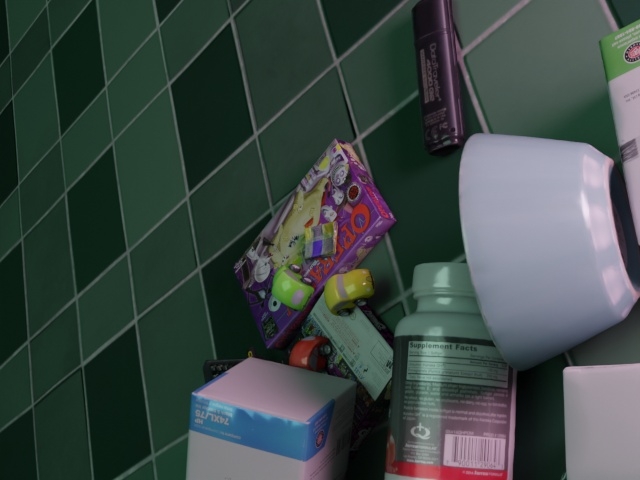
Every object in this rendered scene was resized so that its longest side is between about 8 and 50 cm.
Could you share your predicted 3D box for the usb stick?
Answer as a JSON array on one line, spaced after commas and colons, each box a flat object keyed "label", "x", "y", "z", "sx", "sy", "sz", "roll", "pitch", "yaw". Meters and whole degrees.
[{"label": "usb stick", "x": 0.192, "y": -0.274, "z": 1.557, "sx": 0.077, "sy": 0.045, "sz": 0.278, "roll": -18, "pitch": 66, "yaw": 37}]

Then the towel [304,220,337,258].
[{"label": "towel", "x": 0.000, "y": 0.000, "z": 1.656, "sx": 0.083, "sy": 0.009, "sz": 0.060, "roll": -10, "pitch": 72, "yaw": 46}]

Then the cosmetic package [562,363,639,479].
[{"label": "cosmetic package", "x": 0.419, "y": 0.207, "z": 1.027, "sx": 0.225, "sy": 0.224, "sz": 0.138, "roll": -12, "pitch": 71, "yaw": 47}]

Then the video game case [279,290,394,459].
[{"label": "video game case", "x": 0.037, "y": 0.211, "z": 1.596, "sx": 0.210, "sy": 0.042, "sz": 0.232, "roll": -59, "pitch": 44, "yaw": 19}]

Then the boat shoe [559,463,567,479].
[{"label": "boat shoe", "x": 0.326, "y": 0.361, "z": 1.180, "sx": 0.113, "sy": 0.105, "sz": 0.306, "roll": 7, "pitch": 85, "yaw": 49}]

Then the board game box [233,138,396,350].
[{"label": "board game box", "x": -0.021, "y": 0.010, "z": 1.719, "sx": 0.347, "sy": 0.056, "sz": 0.208, "roll": -50, "pitch": 51, "yaw": 26}]

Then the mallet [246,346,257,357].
[{"label": "mallet", "x": -0.107, "y": 0.274, "z": 1.691, "sx": 0.062, "sy": 0.039, "sz": 0.189, "roll": -49, "pitch": 43, "yaw": 18}]

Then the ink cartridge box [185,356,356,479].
[{"label": "ink cartridge box", "x": -0.078, "y": 0.353, "z": 1.479, "sx": 0.197, "sy": 0.198, "sz": 0.270, "roll": 10, "pitch": 103, "yaw": 21}]

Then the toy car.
[{"label": "toy car", "x": -0.028, "y": 0.111, "z": 1.622, "sx": 0.225, "sy": 0.053, "sz": 0.239, "roll": 43, "pitch": 111, "yaw": 45}]

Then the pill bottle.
[{"label": "pill bottle", "x": 0.186, "y": 0.196, "z": 1.330, "sx": 0.176, "sy": 0.176, "sz": 0.318, "roll": -7, "pitch": 74, "yaw": 47}]

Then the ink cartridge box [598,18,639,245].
[{"label": "ink cartridge box", "x": 0.475, "y": -0.143, "z": 1.140, "sx": 0.211, "sy": 0.121, "sz": 0.289, "roll": -23, "pitch": 63, "yaw": 43}]

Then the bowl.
[{"label": "bowl", "x": 0.302, "y": -0.002, "z": 1.198, "sx": 0.163, "sy": 0.311, "sz": 0.311, "roll": -13, "pitch": 69, "yaw": 26}]

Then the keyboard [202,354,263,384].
[{"label": "keyboard", "x": -0.090, "y": 0.349, "z": 1.611, "sx": 0.201, "sy": 0.033, "sz": 0.317, "roll": -8, "pitch": 98, "yaw": 26}]
